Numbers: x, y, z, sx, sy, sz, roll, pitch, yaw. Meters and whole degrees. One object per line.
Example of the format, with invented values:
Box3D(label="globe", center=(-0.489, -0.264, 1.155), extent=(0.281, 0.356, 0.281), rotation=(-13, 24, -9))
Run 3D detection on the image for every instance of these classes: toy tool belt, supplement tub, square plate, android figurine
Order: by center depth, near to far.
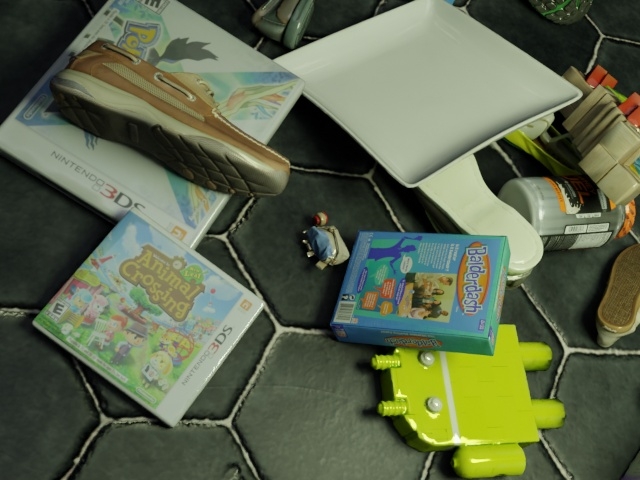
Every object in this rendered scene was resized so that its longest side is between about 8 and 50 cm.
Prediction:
Box3D(label="android figurine", center=(0.196, 0.194, 1.086), extent=(0.273, 0.056, 0.248), rotation=(5, 63, -18))
Box3D(label="toy tool belt", center=(0.000, 0.000, 1.120), extent=(0.051, 0.052, 0.083), rotation=(-16, 69, -34))
Box3D(label="supplement tub", center=(0.374, -0.042, 1.230), extent=(0.191, 0.117, 0.116), rotation=(-5, 66, -21))
Box3D(label="square plate", center=(0.155, -0.234, 1.233), extent=(0.347, 0.049, 0.344), rotation=(-29, 55, -23))

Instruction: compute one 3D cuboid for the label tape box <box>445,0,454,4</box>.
Box3D(label="label tape box", center=(0.152, -0.607, 1.451), extent=(0.334, 0.106, 0.240), rotation=(31, 59, -1))

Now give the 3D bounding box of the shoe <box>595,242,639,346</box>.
Box3D(label="shoe", center=(0.476, 0.080, 1.244), extent=(0.077, 0.058, 0.219), rotation=(22, 49, 30))

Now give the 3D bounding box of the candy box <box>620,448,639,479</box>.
Box3D(label="candy box", center=(0.471, 0.312, 1.053), extent=(0.070, 0.165, 0.196), rotation=(45, 59, 7))

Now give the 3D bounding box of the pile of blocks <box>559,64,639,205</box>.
Box3D(label="pile of blocks", center=(0.462, -0.173, 1.236), extent=(0.149, 0.112, 0.362), rotation=(31, 30, -16))

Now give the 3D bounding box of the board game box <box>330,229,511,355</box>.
Box3D(label="board game box", center=(0.135, 0.065, 1.069), extent=(0.210, 0.047, 0.160), rotation=(3, 55, 24))

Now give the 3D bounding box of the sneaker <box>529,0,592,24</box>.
Box3D(label="sneaker", center=(0.405, -0.560, 1.498), extent=(0.343, 0.134, 0.146), rotation=(64, 20, 1))

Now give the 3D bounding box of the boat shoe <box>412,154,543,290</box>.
Box3D(label="boat shoe", center=(0.202, -0.056, 1.191), extent=(0.109, 0.091, 0.305), rotation=(-28, 65, -18))

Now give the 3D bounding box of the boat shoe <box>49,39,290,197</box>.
Box3D(label="boat shoe", center=(-0.180, -0.163, 1.039), extent=(0.325, 0.123, 0.116), rotation=(26, 66, -5))

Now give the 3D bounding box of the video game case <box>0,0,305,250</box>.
Box3D(label="video game case", center=(-0.227, -0.175, 1.113), extent=(0.300, 0.036, 0.329), rotation=(32, 68, -1))

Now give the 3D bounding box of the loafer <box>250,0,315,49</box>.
Box3D(label="loafer", center=(-0.031, -0.430, 1.309), extent=(0.084, 0.096, 0.267), rotation=(22, 61, 0))

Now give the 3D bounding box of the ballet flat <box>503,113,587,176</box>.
Box3D(label="ballet flat", center=(0.372, -0.164, 1.315), extent=(0.231, 0.077, 0.077), rotation=(44, 60, 6))

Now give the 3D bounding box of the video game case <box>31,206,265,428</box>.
Box3D(label="video game case", center=(-0.208, 0.091, 0.998), extent=(0.212, 0.023, 0.193), rotation=(36, 68, 1))
